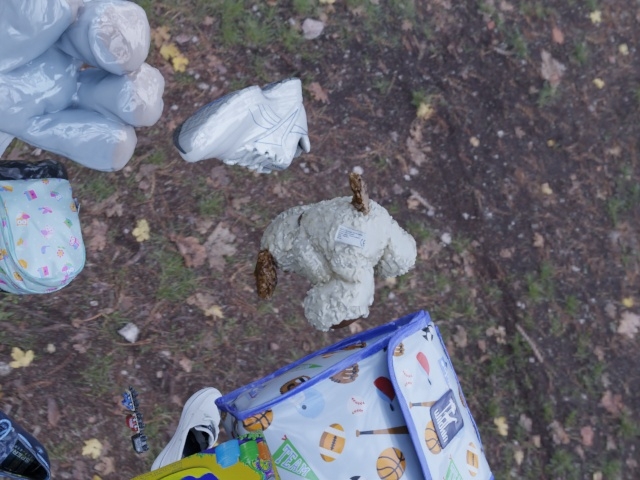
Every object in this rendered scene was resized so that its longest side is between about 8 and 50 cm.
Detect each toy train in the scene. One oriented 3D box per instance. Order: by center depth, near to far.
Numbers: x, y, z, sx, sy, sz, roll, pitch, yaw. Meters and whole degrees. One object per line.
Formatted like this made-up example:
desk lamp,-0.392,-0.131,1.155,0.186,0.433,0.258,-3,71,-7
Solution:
toy train,-0.409,0.395,1.366,0.036,0.027,0.158,-15,104,-33

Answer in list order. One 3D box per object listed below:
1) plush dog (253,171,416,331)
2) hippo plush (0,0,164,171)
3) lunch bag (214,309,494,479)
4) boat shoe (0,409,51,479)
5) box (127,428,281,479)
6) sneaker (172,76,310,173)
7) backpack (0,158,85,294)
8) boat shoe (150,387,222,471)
plush dog,0.000,0.000,1.012,0.262,0.225,0.211,-41,120,-45
hippo plush,-0.335,-0.218,0.784,0.234,0.294,0.237,40,16,-38
lunch bag,0.075,0.326,1.001,0.385,0.239,0.328,-21,90,-21
boat shoe,-0.555,0.347,1.076,0.109,0.089,0.258,-55,139,-13
box,-0.145,0.387,0.617,0.289,0.279,0.177,-20,115,-9
sneaker,-0.092,-0.156,0.906,0.297,0.111,0.129,-35,106,-54
backpack,-0.397,-0.016,0.842,0.151,0.115,0.182,-11,89,-46
boat shoe,-0.249,0.403,1.282,0.095,0.084,0.258,52,32,-22
